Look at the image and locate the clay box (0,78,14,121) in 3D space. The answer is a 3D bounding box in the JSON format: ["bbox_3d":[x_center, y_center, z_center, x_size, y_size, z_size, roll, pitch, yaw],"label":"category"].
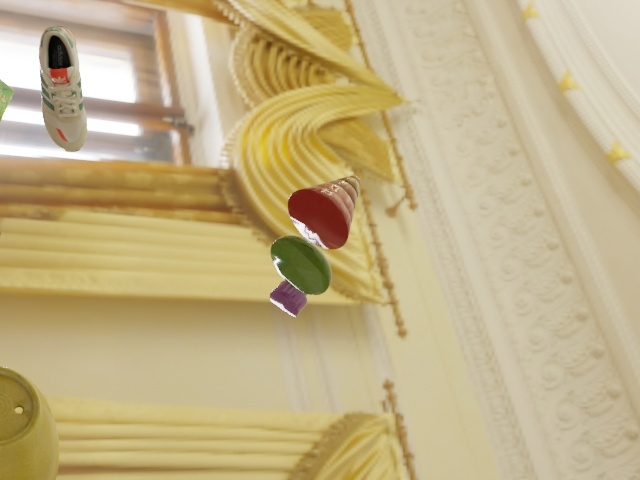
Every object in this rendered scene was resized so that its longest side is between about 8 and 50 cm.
[{"bbox_3d":[-0.650,-0.190,1.724,0.222,0.053,0.127,-33,-148,21],"label":"clay box"}]

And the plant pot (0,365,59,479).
[{"bbox_3d":[-0.258,0.149,0.735,0.095,0.134,0.134,-55,-141,43],"label":"plant pot"}]

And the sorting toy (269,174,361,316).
[{"bbox_3d":[0.000,0.000,1.722,0.127,0.126,0.365,36,-35,10],"label":"sorting toy"}]

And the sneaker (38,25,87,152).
[{"bbox_3d":[-0.327,-0.190,1.209,0.075,0.057,0.161,-139,-135,-78],"label":"sneaker"}]
